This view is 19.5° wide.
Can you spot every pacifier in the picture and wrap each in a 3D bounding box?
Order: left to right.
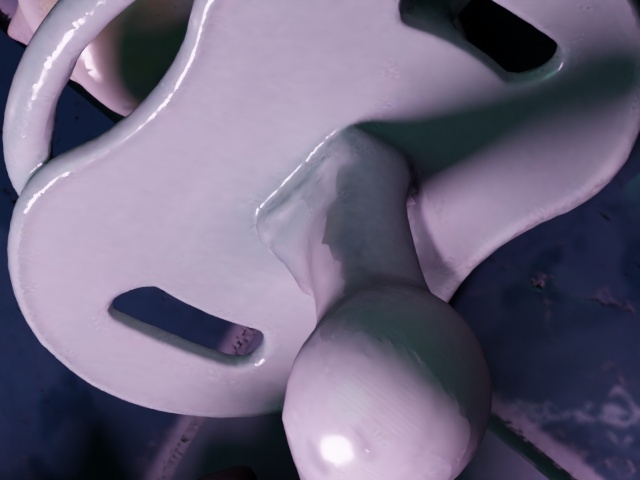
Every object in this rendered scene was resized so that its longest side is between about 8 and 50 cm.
[{"bbox_3d":[0.000,0.000,0.846,0.343,0.288,0.269,-49,35,27],"label":"pacifier"}]

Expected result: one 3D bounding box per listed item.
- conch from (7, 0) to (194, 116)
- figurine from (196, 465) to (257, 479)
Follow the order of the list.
[{"bbox_3d":[-0.044,-0.138,0.976,0.255,0.127,0.158,-4,52,12],"label":"conch"},{"bbox_3d":[-0.120,0.213,0.994,0.365,0.218,0.206,12,127,32],"label":"figurine"}]
